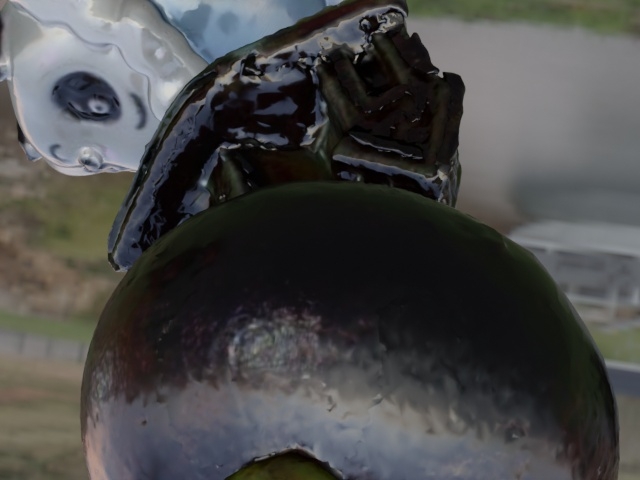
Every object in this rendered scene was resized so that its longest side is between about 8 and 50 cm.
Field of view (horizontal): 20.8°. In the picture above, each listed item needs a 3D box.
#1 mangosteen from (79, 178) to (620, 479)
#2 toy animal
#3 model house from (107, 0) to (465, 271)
[{"bbox_3d":[0.005,0.061,0.469,0.153,0.152,0.152,9,175,1],"label":"mangosteen"},{"bbox_3d":[-0.081,-0.118,1.002,0.156,0.204,0.208,27,158,15],"label":"toy animal"},{"bbox_3d":[0.003,-0.005,0.734,0.106,0.165,0.152,4,-140,-33],"label":"model house"}]
